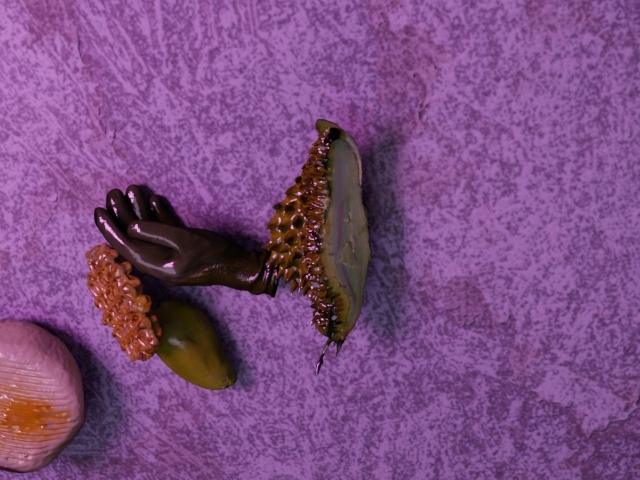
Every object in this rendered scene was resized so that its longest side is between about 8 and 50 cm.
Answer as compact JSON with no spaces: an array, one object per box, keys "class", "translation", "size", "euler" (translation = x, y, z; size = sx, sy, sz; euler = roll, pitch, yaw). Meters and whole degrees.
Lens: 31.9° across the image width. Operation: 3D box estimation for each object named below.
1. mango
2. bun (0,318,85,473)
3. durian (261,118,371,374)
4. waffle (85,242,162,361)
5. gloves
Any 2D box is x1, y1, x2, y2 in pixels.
[{"class":"mango","translation":[-0.184,0.157,1.612],"size":[0.091,0.074,0.165],"euler":[-33,107,26]},{"class":"bun","translation":[-0.471,0.226,1.669],"size":[0.243,0.153,0.244],"euler":[-3,108,-10]},{"class":"durian","translation":[0.001,0.004,1.458],"size":[0.106,0.132,0.375],"euler":[35,136,43]},{"class":"waffle","translation":[-0.276,0.089,1.558],"size":[0.191,0.038,0.191],"euler":[42,147,35]},{"class":"gloves","translation":[-0.179,0.013,1.507],"size":[0.268,0.135,0.107],"euler":[24,80,-5]}]
